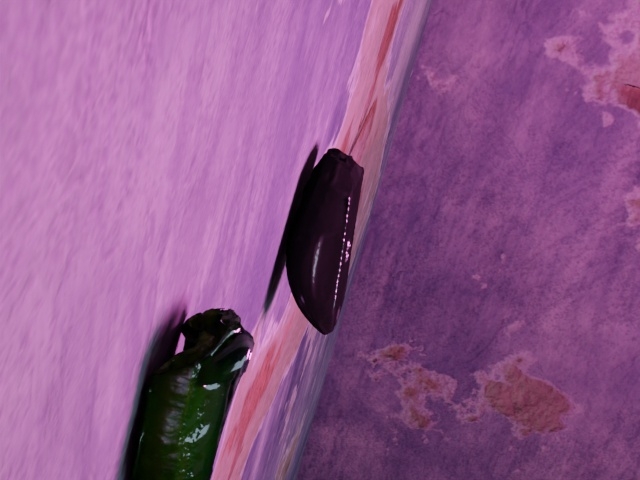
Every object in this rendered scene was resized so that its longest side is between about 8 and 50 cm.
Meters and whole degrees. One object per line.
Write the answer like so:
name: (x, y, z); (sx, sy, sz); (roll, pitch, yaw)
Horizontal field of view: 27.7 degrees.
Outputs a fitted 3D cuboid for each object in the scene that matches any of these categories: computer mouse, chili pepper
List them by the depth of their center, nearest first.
chili pepper: (-0.099, 0.142, 0.959); (0.108, 0.062, 0.216); (-62, 171, -66)
computer mouse: (0.000, 0.000, 1.487); (0.122, 0.074, 0.217); (-66, 167, -70)
